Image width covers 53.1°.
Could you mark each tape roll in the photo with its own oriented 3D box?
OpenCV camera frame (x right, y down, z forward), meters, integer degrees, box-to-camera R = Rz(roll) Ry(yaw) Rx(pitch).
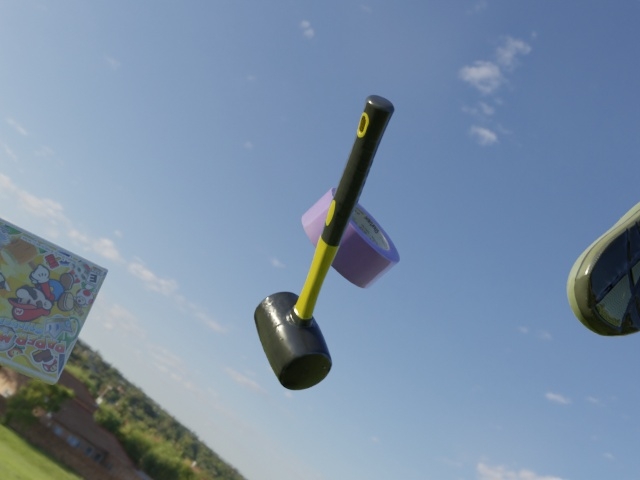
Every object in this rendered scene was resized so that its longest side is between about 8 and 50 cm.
[{"bbox_3d":[0.058,-0.006,1.208,0.189,0.080,0.189,42,18,-17],"label":"tape roll"}]

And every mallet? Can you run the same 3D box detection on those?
[{"bbox_3d":[0.000,0.000,0.386,0.062,0.039,0.189,50,-49,51],"label":"mallet"}]

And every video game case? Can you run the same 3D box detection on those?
[{"bbox_3d":[-0.470,0.083,0.982,0.227,0.206,0.026,31,-36,-24],"label":"video game case"}]

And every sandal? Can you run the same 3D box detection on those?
[{"bbox_3d":[0.356,0.004,0.672,0.120,0.303,0.086,66,-23,5],"label":"sandal"}]
